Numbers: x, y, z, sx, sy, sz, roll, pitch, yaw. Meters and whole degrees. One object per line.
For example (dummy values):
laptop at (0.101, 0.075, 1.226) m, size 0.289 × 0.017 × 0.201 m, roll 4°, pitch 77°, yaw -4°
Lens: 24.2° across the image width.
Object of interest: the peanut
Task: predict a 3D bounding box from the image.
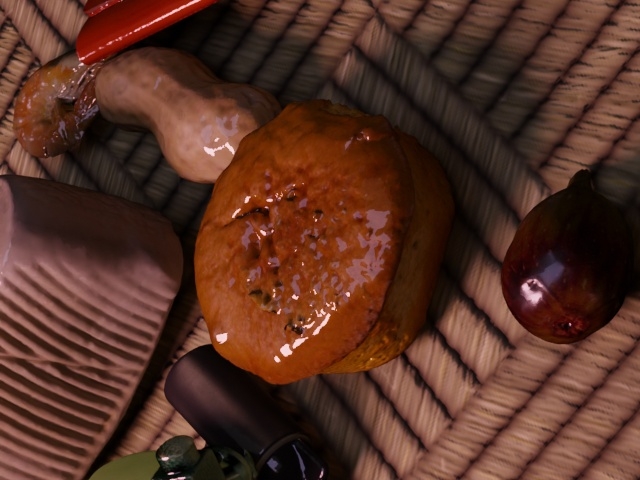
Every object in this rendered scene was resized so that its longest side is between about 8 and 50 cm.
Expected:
peanut at (-0.137, -0.131, 1.500) m, size 0.263 × 0.101 × 0.117 m, roll 33°, pitch 92°, yaw 34°

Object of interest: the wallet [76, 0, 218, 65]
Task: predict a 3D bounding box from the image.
wallet at (-0.159, -0.266, 1.536) m, size 0.204 × 0.045 × 0.142 m, roll -20°, pitch 40°, yaw 33°

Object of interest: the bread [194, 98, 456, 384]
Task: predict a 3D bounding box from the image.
bread at (0.000, 0.000, 1.348) m, size 0.268 × 0.146 × 0.268 m, roll -10°, pitch 74°, yaw 39°

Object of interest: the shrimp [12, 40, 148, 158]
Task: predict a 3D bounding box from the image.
shrimp at (-0.262, -0.163, 1.645) m, size 0.217 × 0.051 × 0.115 m, roll -27°, pitch 69°, yaw 31°

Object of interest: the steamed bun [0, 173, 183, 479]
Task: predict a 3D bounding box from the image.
steamed bun at (-0.319, 0.101, 1.545) m, size 0.383 × 0.247 × 0.236 m, roll -61°, pitch 33°, yaw 16°

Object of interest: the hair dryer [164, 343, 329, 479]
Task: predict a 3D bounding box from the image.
hair dryer at (-0.096, 0.255, 1.454) m, size 0.195 × 0.078 × 0.248 m, roll 43°, pitch 121°, yaw 35°

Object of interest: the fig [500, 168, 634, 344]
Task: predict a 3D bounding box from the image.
fig at (0.202, 0.006, 1.210) m, size 0.109 × 0.103 × 0.154 m, roll -20°, pitch 43°, yaw 30°

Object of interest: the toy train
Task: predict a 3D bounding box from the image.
toy train at (-0.120, 0.293, 1.374) m, size 0.157 × 0.105 × 0.253 m, roll -11°, pitch 113°, yaw 26°
